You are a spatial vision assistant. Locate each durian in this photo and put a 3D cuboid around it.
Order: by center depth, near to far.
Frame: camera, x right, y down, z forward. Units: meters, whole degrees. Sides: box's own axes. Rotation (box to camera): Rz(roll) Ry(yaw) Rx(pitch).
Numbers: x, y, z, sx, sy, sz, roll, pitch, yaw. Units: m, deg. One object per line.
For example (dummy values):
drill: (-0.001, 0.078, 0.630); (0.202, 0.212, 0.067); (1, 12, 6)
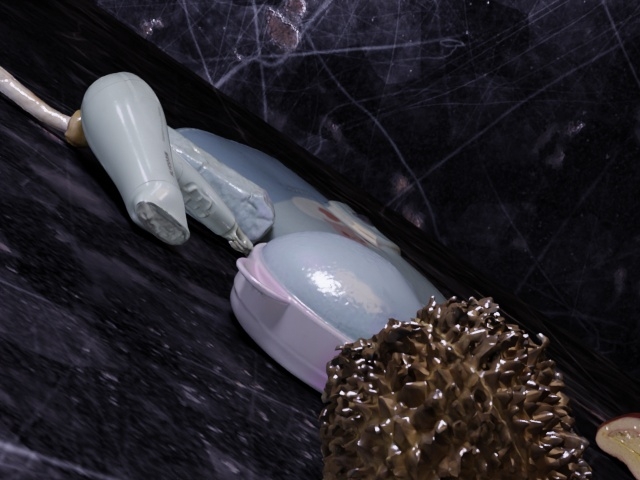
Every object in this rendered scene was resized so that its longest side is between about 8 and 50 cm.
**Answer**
durian: (0.087, 0.130, 0.853); (0.196, 0.167, 0.196); (40, 20, -18)

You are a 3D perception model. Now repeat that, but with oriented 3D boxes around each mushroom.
mushroom: (-0.336, -0.171, 1.414); (0.306, 0.043, 0.068); (31, -12, -22)

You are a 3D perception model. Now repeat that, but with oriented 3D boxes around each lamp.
lamp: (0.024, 0.059, 1.250); (0.179, 0.108, 0.246); (41, 7, 10)

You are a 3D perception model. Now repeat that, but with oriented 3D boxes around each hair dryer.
hair dryer: (-0.120, -0.031, 1.417); (0.237, 0.075, 0.206); (44, 13, -43)

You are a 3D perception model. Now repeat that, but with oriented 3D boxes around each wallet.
wallet: (0.000, 0.000, 1.686); (0.360, 0.083, 0.252); (40, 13, 24)

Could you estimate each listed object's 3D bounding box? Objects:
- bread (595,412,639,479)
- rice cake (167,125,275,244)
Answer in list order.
bread: (0.407, 0.259, 1.916); (0.119, 0.067, 0.192); (36, 6, 7)
rice cake: (-0.134, -0.066, 1.529); (0.206, 0.063, 0.069); (33, 10, -9)
